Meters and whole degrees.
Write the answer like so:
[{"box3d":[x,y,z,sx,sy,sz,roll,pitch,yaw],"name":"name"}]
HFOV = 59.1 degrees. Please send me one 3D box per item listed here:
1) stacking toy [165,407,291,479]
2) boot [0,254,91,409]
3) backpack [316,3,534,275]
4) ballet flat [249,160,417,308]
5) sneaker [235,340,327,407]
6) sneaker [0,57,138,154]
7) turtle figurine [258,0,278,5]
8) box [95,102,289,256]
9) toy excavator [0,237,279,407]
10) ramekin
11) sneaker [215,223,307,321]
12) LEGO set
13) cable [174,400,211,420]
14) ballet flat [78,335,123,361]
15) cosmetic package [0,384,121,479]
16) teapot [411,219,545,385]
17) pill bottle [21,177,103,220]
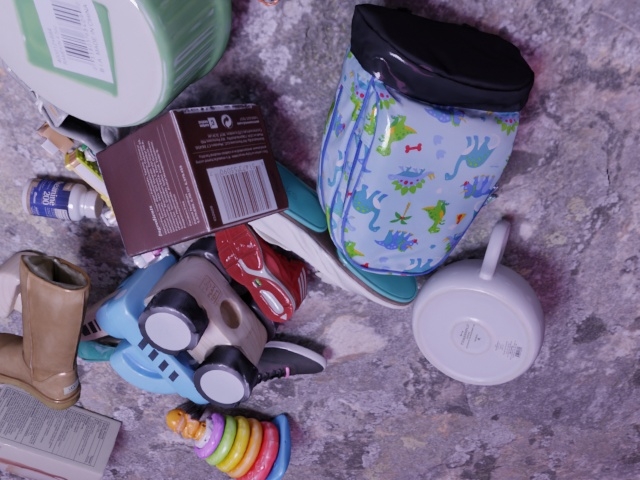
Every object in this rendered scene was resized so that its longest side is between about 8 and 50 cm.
[{"box3d":[-0.232,0.470,1.328,0.301,0.175,0.166,32,120,-25],"name":"stacking toy"},{"box3d":[-0.497,0.137,0.975,0.236,0.089,0.270,22,120,11],"name":"boot"},{"box3d":[0.128,-0.119,0.850,0.290,0.273,0.355,6,142,-25],"name":"backpack"},{"box3d":[0.000,0.000,1.017,0.400,0.139,0.139,36,120,-19],"name":"ballet flat"},{"box3d":[-0.137,0.293,1.204,0.295,0.147,0.105,8,144,-3],"name":"sneaker"},{"box3d":[-0.394,-0.229,0.835,0.262,0.121,0.099,37,119,-24],"name":"sneaker"},{"box3d":[-0.039,-0.414,0.676,0.217,0.087,0.269,-21,144,8],"name":"turtle figurine"},{"box3d":[-0.190,-0.088,0.839,0.203,0.168,0.167,-14,95,39],"name":"box"},{"box3d":[-0.368,0.155,1.079,0.445,0.222,0.433,-26,113,25],"name":"toy excavator"},{"box3d":[-0.279,-0.291,0.708,0.303,0.148,0.303,14,141,12],"name":"ramekin"},{"box3d":[-0.105,0.040,1.063,0.087,0.128,0.221,-28,93,24],"name":"sneaker"},{"box3d":[-0.332,-0.097,0.950,0.107,0.132,0.287,-34,98,5],"name":"LEGO set"},{"box3d":[-0.279,0.365,1.352,0.139,0.072,0.287,3,142,-23],"name":"cable"},{"box3d":[-0.398,0.219,1.210,0.247,0.083,0.087,3,114,-4],"name":"ballet flat"},{"box3d":[-0.666,0.485,1.375,0.296,0.153,0.129,28,125,-17],"name":"cosmetic package"},{"box3d":[0.302,0.127,1.061,0.256,0.187,0.252,-33,99,38],"name":"teapot"},{"box3d":[-0.451,-0.070,0.992,0.120,0.067,0.067,7,127,-5],"name":"pill bottle"}]
